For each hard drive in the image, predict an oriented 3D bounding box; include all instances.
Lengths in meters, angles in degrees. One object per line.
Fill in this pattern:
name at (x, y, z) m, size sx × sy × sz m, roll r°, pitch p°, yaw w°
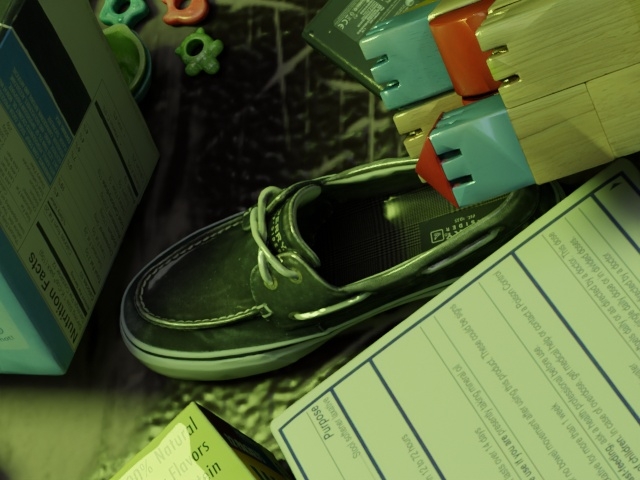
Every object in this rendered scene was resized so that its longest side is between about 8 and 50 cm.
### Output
hard drive at (0.062, -0.150, 1.408) m, size 0.094 × 0.022 × 0.135 m, roll -49°, pitch 58°, yaw -2°

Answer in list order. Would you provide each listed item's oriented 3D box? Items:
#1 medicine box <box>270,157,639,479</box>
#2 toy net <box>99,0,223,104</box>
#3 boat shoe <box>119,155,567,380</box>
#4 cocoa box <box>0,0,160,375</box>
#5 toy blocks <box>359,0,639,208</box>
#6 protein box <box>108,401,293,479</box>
medicine box at (0.157, 0.144, 1.130) m, size 0.289 × 0.149 × 0.263 m, roll -38°, pitch 42°, yaw 5°
toy net at (-0.166, -0.204, 1.517) m, size 0.122 × 0.045 × 0.232 m, roll -31°, pitch 59°, yaw 9°
boat shoe at (0.000, 0.000, 1.313) m, size 0.335 × 0.119 × 0.121 m, roll -19°, pitch 62°, yaw 15°
cocoa box at (-0.336, -0.057, 1.386) m, size 0.347 × 0.231 × 0.228 m, roll 0°, pitch 48°, yaw 22°
toy blocks at (0.152, -0.127, 1.188) m, size 0.261 × 0.381 × 0.190 m, roll -19°, pitch 105°, yaw 22°
protein box at (-0.070, 0.255, 1.223) m, size 0.200 × 0.136 × 0.201 m, roll -44°, pitch 59°, yaw 2°
